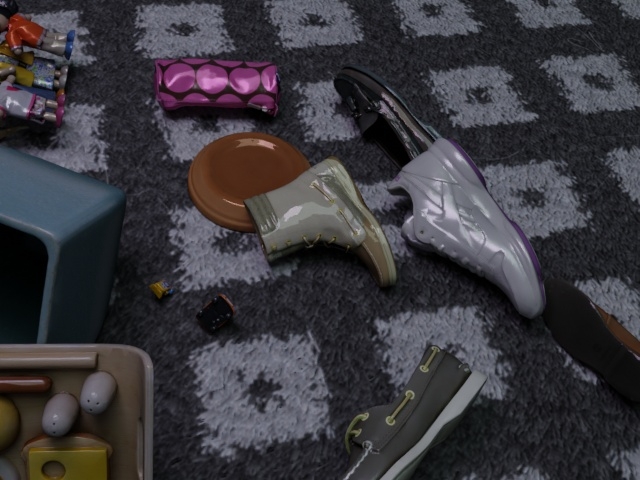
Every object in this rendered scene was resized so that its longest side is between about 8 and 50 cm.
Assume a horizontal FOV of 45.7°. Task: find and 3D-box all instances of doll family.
[{"bbox_3d":[-0.489,-0.248,1.198,0.163,0.118,0.263,11,47,-22],"label":"doll family"}]

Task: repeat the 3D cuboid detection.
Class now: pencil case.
[{"bbox_3d":[-0.170,-0.252,1.258,0.209,0.095,0.098,-1,69,-6],"label":"pencil case"}]

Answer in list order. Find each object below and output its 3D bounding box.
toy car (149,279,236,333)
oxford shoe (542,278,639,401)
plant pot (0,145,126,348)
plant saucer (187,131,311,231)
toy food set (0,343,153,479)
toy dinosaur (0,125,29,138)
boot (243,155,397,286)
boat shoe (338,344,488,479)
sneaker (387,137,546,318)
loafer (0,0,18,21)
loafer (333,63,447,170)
[{"bbox_3d":[-0.166,0.074,1.029,0.122,0.060,0.040,35,24,10],"label":"toy car"},{"bbox_3d":[0.392,0.136,1.060,0.076,0.076,0.212,-1,43,-47],"label":"oxford shoe"},{"bbox_3d":[-0.369,0.015,0.926,0.247,0.247,0.252,20,26,8],"label":"plant pot"},{"bbox_3d":[-0.107,-0.101,1.181,0.200,0.037,0.200,4,52,-5],"label":"plant saucer"},{"bbox_3d":[-0.326,0.224,0.779,0.306,0.220,0.092,1,15,-7],"label":"toy food set"},{"bbox_3d":[-0.549,-0.148,1.159,0.092,0.053,0.183,48,55,6],"label":"toy dinosaur"},{"bbox_3d":[0.000,0.000,1.092,0.165,0.077,0.213,-27,77,-14],"label":"boot"},{"bbox_3d":[0.085,0.237,0.906,0.091,0.109,0.305,37,51,20],"label":"boat shoe"},{"bbox_3d":[0.214,-0.001,1.124,0.152,0.114,0.305,-33,67,5],"label":"sneaker"},{"bbox_3d":[-0.636,-0.382,1.304,0.223,0.076,0.078,-5,59,-6],"label":"loafer"},{"bbox_3d":[0.108,-0.187,1.245,0.084,0.096,0.267,-40,70,-18],"label":"loafer"}]
